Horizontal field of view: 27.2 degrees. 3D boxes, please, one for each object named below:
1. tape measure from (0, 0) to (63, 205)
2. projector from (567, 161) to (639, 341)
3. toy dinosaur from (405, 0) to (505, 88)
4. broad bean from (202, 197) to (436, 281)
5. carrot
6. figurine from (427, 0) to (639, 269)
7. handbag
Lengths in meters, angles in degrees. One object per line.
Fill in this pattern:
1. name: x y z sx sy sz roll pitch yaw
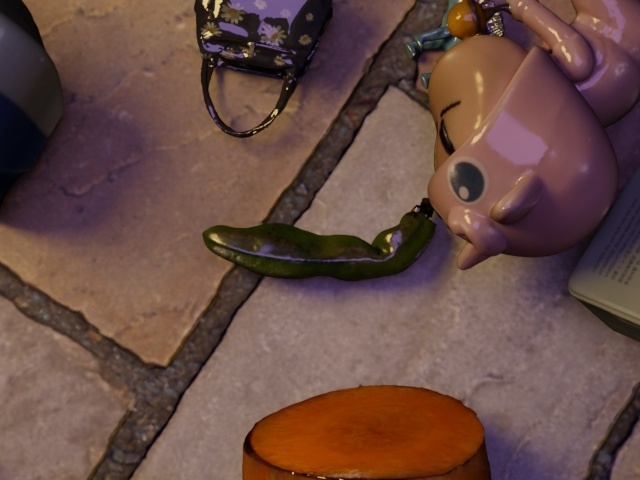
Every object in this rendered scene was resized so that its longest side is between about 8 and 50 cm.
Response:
1. tape measure: -0.340 -0.155 1.026 0.259 0.262 0.138 26 75 4
2. projector: 0.332 -0.024 1.004 0.192 0.099 0.256 25 81 50
3. toy dinosaur: 0.115 -0.169 1.106 0.080 0.045 0.197 -21 89 -8
4. broad bean: 0.004 0.007 1.083 0.195 0.046 0.061 -9 70 -3
5. carrot: 0.038 0.273 0.963 0.193 0.214 0.331 -1 85 2
6. figurine: 0.175 -0.113 1.037 0.186 0.176 0.287 35 78 12
7. handbag: -0.055 -0.154 1.098 0.115 0.072 0.139 10 86 0
